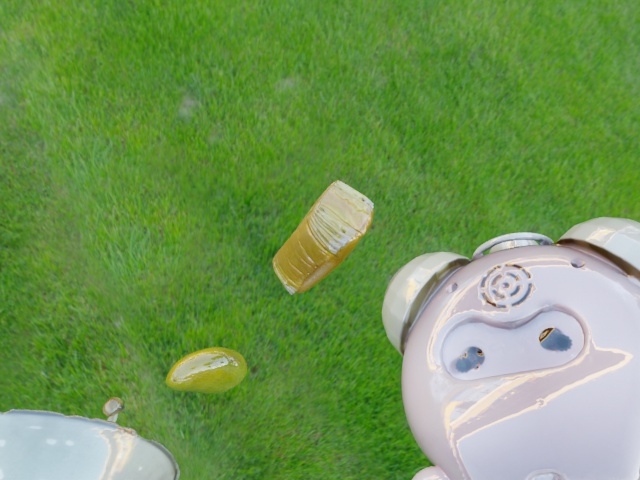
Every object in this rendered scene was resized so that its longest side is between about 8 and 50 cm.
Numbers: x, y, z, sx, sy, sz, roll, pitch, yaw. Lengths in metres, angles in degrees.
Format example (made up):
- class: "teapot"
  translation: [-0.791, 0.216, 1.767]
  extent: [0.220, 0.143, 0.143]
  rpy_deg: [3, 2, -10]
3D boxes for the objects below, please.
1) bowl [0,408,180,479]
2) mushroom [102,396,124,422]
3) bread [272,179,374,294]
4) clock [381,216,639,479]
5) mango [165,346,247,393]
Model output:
- class: "bowl"
  translation: [-0.303, 0.282, 0.694]
  extent: [0.313, 0.313, 0.146]
  rpy_deg: [7, 92, -8]
- class: "mushroom"
  translation: [-0.490, 0.437, 1.491]
  extent: [0.068, 0.306, 0.043]
  rpy_deg: [10, 33, -48]
- class: "bread"
  translation: [0.000, 0.000, 1.466]
  extent: [0.119, 0.288, 0.152]
  rpy_deg: [40, 54, -1]
- class: "clock"
  translation: [0.237, 0.140, 0.787]
  extent: [0.342, 0.184, 0.326]
  rpy_deg: [-9, 53, 15]
- class: "mango"
  translation: [-0.257, 0.304, 1.639]
  extent: [0.191, 0.122, 0.085]
  rpy_deg: [5, 44, -41]
